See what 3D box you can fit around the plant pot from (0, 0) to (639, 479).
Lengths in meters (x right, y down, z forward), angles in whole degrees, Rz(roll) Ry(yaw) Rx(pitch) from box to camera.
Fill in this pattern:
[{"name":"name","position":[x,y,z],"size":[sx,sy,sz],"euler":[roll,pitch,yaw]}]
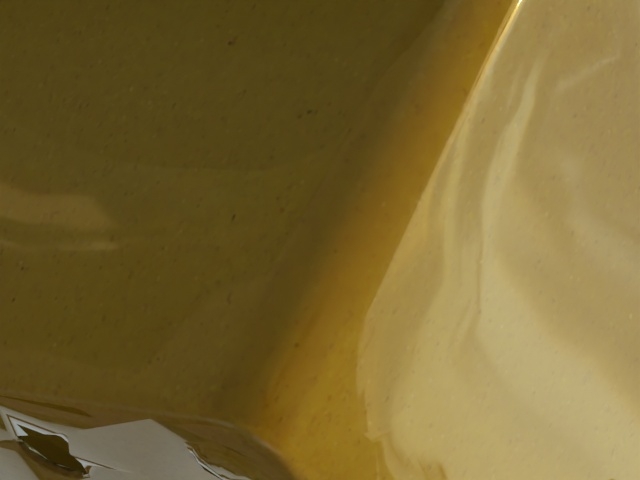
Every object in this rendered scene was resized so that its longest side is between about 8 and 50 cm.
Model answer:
[{"name":"plant pot","position":[0.000,0.000,0.480],"size":[0.212,0.187,0.212],"euler":[3,-35,36]}]
